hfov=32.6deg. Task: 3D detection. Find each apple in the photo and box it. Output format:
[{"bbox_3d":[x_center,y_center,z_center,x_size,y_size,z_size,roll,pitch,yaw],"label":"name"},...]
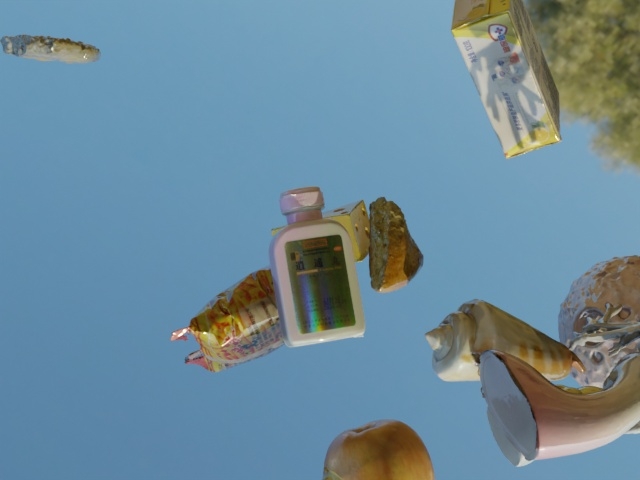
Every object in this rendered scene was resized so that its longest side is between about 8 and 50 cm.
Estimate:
[{"bbox_3d":[0.089,0.371,1.725,0.199,0.199,0.199,23,-143,-19],"label":"apple"}]

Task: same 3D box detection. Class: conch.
[{"bbox_3d":[0.280,0.153,1.685,0.255,0.158,0.127,2,-96,-23],"label":"conch"}]

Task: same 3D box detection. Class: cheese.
[{"bbox_3d":[0.000,0.000,2.004,0.126,0.171,0.093,-47,-60,-70],"label":"cheese"}]

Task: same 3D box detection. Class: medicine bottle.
[{"bbox_3d":[-0.011,0.036,1.538,0.115,0.078,0.219,-9,-95,-13],"label":"medicine bottle"}]

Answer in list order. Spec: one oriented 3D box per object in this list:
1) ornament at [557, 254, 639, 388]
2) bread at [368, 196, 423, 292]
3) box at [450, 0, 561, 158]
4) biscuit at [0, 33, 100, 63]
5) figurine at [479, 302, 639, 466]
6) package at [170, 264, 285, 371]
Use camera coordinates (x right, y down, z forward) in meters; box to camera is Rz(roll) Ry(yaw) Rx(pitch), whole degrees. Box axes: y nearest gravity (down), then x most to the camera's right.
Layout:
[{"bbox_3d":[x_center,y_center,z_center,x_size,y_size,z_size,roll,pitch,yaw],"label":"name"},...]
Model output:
[{"bbox_3d":[0.518,0.153,1.823,0.225,0.259,0.259,10,-138,-39],"label":"ornament"},{"bbox_3d":[0.111,0.027,1.696,0.154,0.054,0.136,55,-138,-31],"label":"bread"},{"bbox_3d":[0.308,-0.292,1.797,0.265,0.097,0.168,59,-153,-32],"label":"box"},{"bbox_3d":[-0.432,-0.309,1.782,0.141,0.038,0.290,4,-173,-26],"label":"biscuit"},{"bbox_3d":[0.379,0.194,1.517,0.315,0.284,0.207,-6,-95,-12],"label":"figurine"},{"bbox_3d":[-0.089,0.115,1.709,0.288,0.223,0.108,-34,-112,-9],"label":"package"}]
